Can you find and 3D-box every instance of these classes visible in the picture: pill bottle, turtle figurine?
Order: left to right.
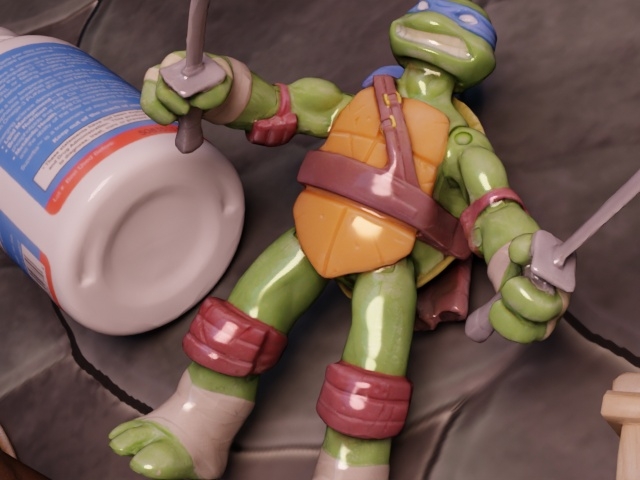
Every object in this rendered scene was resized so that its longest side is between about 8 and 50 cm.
[{"bbox_3d":[-0.155,-0.049,0.684,0.124,0.124,0.221,-50,53,-3],"label":"pill bottle"},{"bbox_3d":[0.000,0.000,0.504,0.275,0.198,0.266,-142,73,-78],"label":"turtle figurine"}]

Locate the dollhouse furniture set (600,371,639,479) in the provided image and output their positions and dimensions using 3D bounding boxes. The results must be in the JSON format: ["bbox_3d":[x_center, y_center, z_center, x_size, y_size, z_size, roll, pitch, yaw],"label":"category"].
[{"bbox_3d":[0.205,-0.017,0.321,0.303,0.355,0.173,0,64,30],"label":"dollhouse furniture set"}]

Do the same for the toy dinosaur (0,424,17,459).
[{"bbox_3d":[-0.250,0.094,0.713,0.212,0.064,0.112,1,95,26],"label":"toy dinosaur"}]

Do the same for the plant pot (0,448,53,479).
[{"bbox_3d":[-0.175,0.170,0.550,0.167,0.165,0.166,-14,58,23],"label":"plant pot"}]
